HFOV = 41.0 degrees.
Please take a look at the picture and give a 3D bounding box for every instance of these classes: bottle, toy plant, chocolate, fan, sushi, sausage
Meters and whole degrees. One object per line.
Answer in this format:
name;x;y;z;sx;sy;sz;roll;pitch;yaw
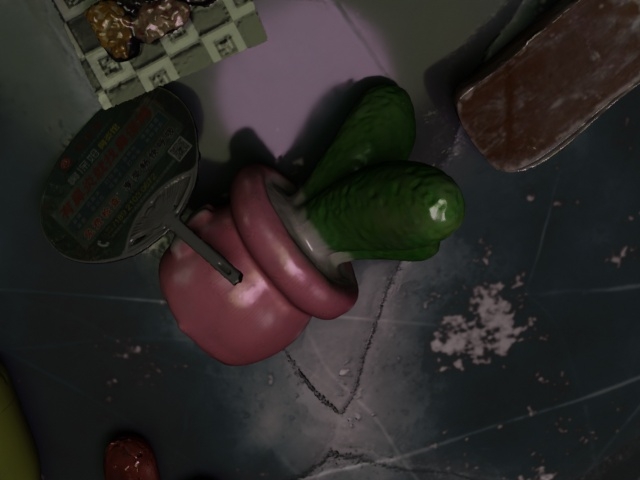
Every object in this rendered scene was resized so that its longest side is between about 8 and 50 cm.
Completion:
bottle;-0.426;0.285;1.115;0.112;0.112;0.260;-13;111;-1
toy plant;-0.007;0.000;0.976;0.356;0.317;0.211;-31;117;13
chocolate;0.279;-0.205;1.037;0.254;0.080;0.157;-38;124;9
fan;-0.192;-0.073;0.972;0.294;0.012;0.223;6;74;24
sushi;-0.192;-0.274;0.959;0.215;0.050;0.192;-23;101;1
sausage;-0.255;0.328;1.171;0.076;0.076;0.141;-10;110;-3
